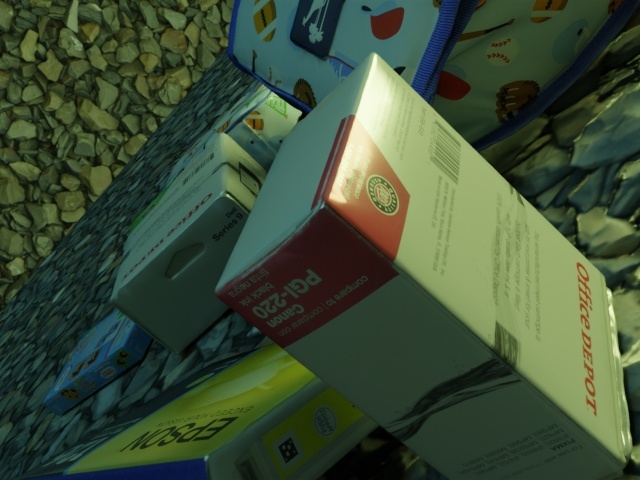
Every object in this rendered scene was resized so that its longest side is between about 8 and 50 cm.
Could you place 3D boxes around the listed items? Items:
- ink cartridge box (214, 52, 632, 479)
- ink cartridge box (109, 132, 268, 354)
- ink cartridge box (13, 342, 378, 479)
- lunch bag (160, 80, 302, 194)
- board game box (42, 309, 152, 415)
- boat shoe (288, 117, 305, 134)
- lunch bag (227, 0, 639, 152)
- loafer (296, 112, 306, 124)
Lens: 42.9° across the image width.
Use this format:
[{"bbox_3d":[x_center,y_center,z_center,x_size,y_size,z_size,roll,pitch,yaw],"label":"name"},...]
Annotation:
[{"bbox_3d":[0.067,0.026,0.459,0.092,0.218,0.158,-39,20,35],"label":"ink cartridge box"},{"bbox_3d":[-0.164,-0.006,1.123,0.211,0.121,0.289,-42,20,10],"label":"ink cartridge box"},{"bbox_3d":[-0.102,0.156,0.595,0.307,0.072,0.303,-25,2,-44],"label":"ink cartridge box"},{"bbox_3d":[-0.132,-0.165,1.388,0.303,0.115,0.243,-39,19,21],"label":"lunch bag"},{"bbox_3d":[-0.321,0.160,1.243,0.211,0.039,0.160,-33,23,31],"label":"board game box"},{"bbox_3d":[0.000,0.000,0.749,0.083,0.226,0.076,-5,36,-12],"label":"boat shoe"},{"bbox_3d":[0.109,-0.271,0.799,0.385,0.239,0.328,-50,46,-1],"label":"lunch bag"},{"bbox_3d":[0.051,-0.131,0.922,0.134,0.130,0.366,-33,24,33],"label":"loafer"}]
